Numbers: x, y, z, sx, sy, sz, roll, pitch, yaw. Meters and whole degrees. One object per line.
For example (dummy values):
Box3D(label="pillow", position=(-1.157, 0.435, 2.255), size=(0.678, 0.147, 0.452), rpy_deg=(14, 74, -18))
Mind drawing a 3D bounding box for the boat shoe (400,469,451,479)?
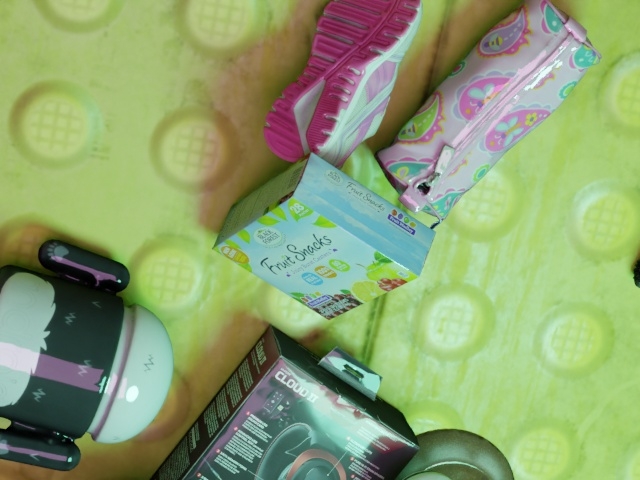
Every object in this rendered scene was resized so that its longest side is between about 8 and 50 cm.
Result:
Box3D(label="boat shoe", position=(0.087, 0.385, 1.749), size=(0.121, 0.119, 0.335), rpy_deg=(0, 129, -18))

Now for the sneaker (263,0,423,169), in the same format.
Box3D(label="sneaker", position=(0.033, -0.183, 1.622), size=(0.103, 0.111, 0.252), rpy_deg=(32, 82, 25))

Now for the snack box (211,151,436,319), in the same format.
Box3D(label="snack box", position=(0.000, 0.000, 1.615), size=(0.174, 0.207, 0.070), rpy_deg=(32, 60, -18))

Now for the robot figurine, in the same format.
Box3D(label="robot figurine", position=(-0.306, 0.129, 1.622), size=(0.278, 0.173, 0.209), rpy_deg=(18, 114, -14))

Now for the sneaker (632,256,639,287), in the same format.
Box3D(label="sneaker", position=(0.464, 0.015, 1.768), size=(0.161, 0.057, 0.075), rpy_deg=(-45, 103, 3))

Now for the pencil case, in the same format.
Box3D(label="pencil case", position=(0.188, -0.149, 1.640), size=(0.284, 0.124, 0.124), rpy_deg=(-45, 109, 5))

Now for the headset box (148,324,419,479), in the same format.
Box3D(label="headset box", position=(-0.039, 0.263, 1.736), size=(0.218, 0.110, 0.293), rpy_deg=(35, 99, -17))

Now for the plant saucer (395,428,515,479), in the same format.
Box3D(label="plant saucer", position=(0.159, 0.340, 1.833), size=(0.199, 0.036, 0.198), rpy_deg=(-2, 107, -8))
